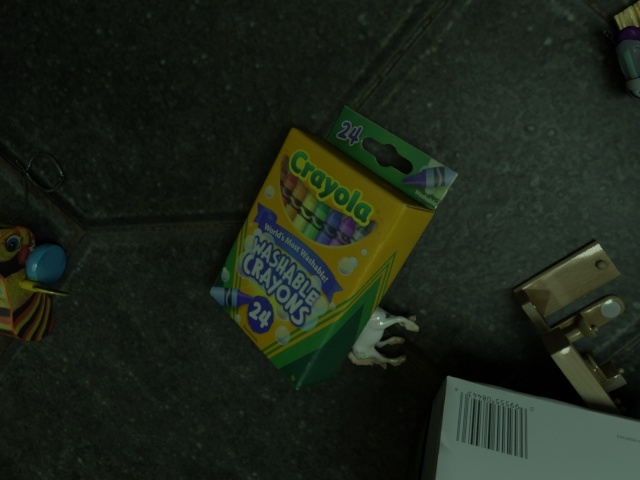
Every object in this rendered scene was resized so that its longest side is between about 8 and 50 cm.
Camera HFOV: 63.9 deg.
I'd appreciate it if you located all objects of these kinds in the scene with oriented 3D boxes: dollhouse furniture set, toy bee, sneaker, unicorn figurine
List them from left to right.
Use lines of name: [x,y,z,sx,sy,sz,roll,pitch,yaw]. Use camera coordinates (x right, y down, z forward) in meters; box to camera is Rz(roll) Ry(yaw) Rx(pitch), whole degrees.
toy bee: [-0.493,0.031,0.786,0.196,0.162,0.298,-9,101,16]
unicorn figurine: [0.076,0.118,0.720,0.111,0.060,0.161,10,108,-6]
dollhouse furniture set: [0.342,0.108,0.625,0.123,0.151,0.144,-36,95,17]
sneaker: [0.428,-0.243,0.540,0.224,0.083,0.098,-27,91,16]

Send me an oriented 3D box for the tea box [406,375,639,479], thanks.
tea box: [0.265,0.353,0.592,0.329,0.219,0.323,12,141,9]

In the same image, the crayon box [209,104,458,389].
crayon box: [0.000,0.000,0.667,0.203,0.083,0.322,40,110,32]

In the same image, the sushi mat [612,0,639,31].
sushi mat: [0.476,-0.160,0.601,0.152,0.019,0.316,-25,97,16]
